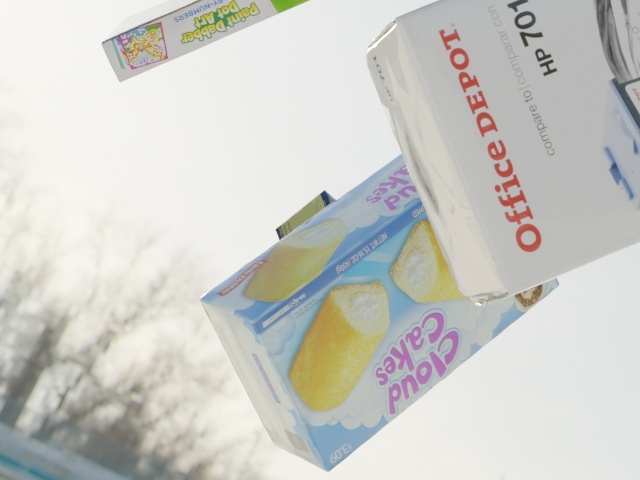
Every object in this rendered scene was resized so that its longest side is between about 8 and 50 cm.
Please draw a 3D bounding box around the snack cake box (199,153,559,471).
[{"bbox_3d":[0.052,0.042,1.363,0.089,0.264,0.152,17,-41,56],"label":"snack cake box"}]

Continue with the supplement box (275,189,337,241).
[{"bbox_3d":[0.000,0.000,2.104,0.056,0.083,0.083,39,20,-37],"label":"supplement box"}]

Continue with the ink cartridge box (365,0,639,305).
[{"bbox_3d":[0.137,-0.069,0.803,0.082,0.191,0.139,156,-88,-79],"label":"ink cartridge box"}]

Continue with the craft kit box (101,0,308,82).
[{"bbox_3d":[-0.120,-0.269,1.967,0.061,0.247,0.250,63,6,-13],"label":"craft kit box"}]
